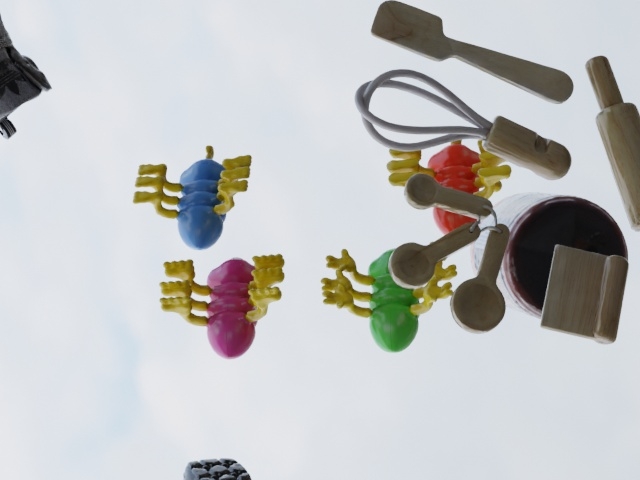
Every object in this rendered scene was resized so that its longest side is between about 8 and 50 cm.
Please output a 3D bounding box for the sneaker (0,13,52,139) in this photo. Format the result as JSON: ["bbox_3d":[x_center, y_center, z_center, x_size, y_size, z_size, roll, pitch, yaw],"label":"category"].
[{"bbox_3d":[-0.324,-0.195,1.872,0.153,0.101,0.268,48,159,15],"label":"sneaker"}]

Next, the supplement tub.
[{"bbox_3d":[0.186,0.012,1.675,0.198,0.106,0.106,-160,50,-84],"label":"supplement tub"}]

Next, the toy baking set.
[{"bbox_3d":[0.127,-0.051,1.296,0.030,0.197,0.256,123,137,-66],"label":"toy baking set"}]

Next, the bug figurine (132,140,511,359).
[{"bbox_3d":[0.000,0.000,1.427,0.216,0.279,0.072,-80,-17,-47],"label":"bug figurine"}]

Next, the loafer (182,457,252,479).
[{"bbox_3d":[-0.072,0.259,1.743,0.223,0.076,0.078,-140,49,-68],"label":"loafer"}]
